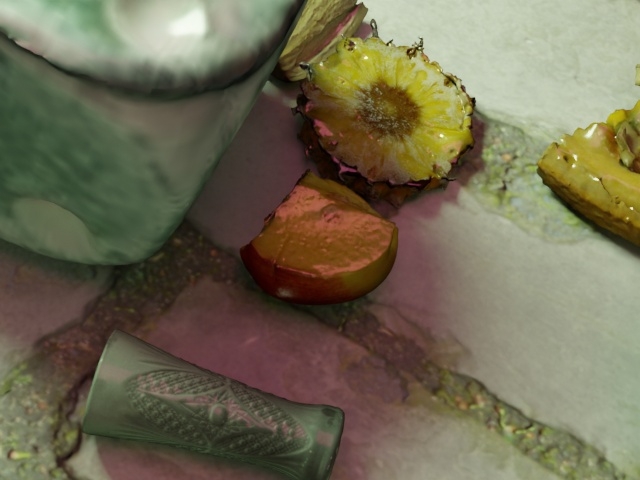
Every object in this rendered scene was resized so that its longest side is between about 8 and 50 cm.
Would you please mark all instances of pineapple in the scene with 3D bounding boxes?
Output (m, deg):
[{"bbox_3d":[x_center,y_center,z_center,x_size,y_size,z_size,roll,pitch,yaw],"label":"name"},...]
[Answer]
[{"bbox_3d":[0.067,-0.133,1.309,0.221,0.047,0.221,6,62,-10],"label":"pineapple"}]

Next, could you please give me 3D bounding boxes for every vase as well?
[{"bbox_3d":[-0.091,0.154,1.098,0.219,0.096,0.096,17,60,-1],"label":"vase"}]

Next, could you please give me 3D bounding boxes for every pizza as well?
[{"bbox_3d":[0.474,-0.136,1.320,0.440,0.130,0.406,18,62,3],"label":"pizza"}]

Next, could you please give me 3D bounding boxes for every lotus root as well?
[{"bbox_3d":[-0.046,-0.252,1.342,0.159,0.095,0.135,45,68,-28],"label":"lotus root"}]

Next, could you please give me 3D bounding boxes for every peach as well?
[{"bbox_3d":[0.001,0.008,1.179,0.151,0.118,0.151,21,21,-9],"label":"peach"}]

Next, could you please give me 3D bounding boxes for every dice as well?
[{"bbox_3d":[-0.210,-0.201,1.098,0.330,0.348,0.328,30,59,-12],"label":"dice"}]
